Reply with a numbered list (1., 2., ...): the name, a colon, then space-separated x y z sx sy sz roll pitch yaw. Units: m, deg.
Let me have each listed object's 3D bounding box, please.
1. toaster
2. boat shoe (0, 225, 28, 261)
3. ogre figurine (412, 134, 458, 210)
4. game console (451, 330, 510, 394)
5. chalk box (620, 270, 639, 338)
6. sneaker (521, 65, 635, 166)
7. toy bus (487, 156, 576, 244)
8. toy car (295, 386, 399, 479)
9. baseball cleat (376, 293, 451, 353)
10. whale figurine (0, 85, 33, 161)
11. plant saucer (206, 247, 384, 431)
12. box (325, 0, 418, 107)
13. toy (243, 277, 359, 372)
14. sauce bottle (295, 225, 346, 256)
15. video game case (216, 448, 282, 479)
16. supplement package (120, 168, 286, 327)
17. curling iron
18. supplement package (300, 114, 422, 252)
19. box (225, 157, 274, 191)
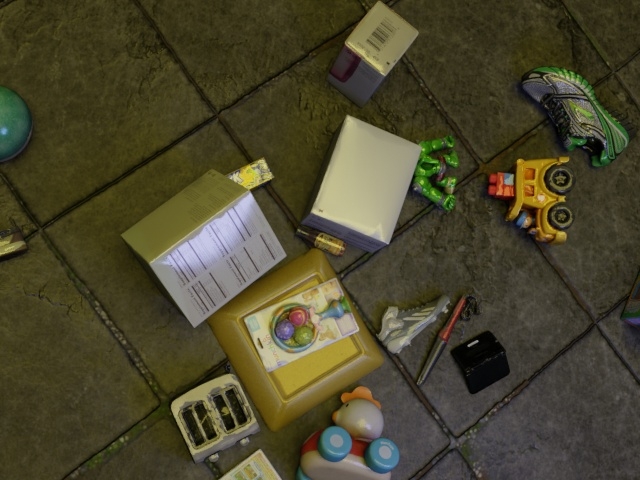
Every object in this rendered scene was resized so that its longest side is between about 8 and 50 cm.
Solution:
1. toaster: -0.241 0.391 1.767 0.168 0.110 0.186 -24 86 -15
2. boat shoe: -0.770 0.023 1.737 0.223 0.080 0.074 -16 79 -19
3. ogre figurine: 0.288 -0.182 1.983 0.118 0.097 0.197 12 90 -21
4. game console: 0.402 0.305 1.968 0.122 0.071 0.107 -25 57 -15
5. chalk box: 0.885 0.179 2.030 0.132 0.132 0.213 30 77 -7
6. sneaker: 0.668 -0.330 2.066 0.343 0.134 0.146 37 76 -5
7. toy bus: 0.532 -0.103 2.004 0.211 0.149 0.221 2 83 2
8. toy car: 0.066 0.442 1.807 0.210 0.219 0.238 16 49 -8
9. baseball cleat: 0.224 0.181 1.921 0.206 0.072 0.109 -41 84 -19
10. whale figurine: -0.787 -0.283 1.747 0.271 0.141 0.216 19 78 -8
11. plant saucer: -0.051 0.227 1.850 0.332 0.081 0.333 -30 88 -16
12. box: 0.121 -0.451 1.919 0.126 0.232 0.149 38 75 -3
13. toy: -0.039 0.190 1.789 0.237 0.056 0.137 -23 85 -14
14. sauce bottle: 0.000 0.000 1.918 0.128 0.042 0.042 20 77 -7
15. video game case: -0.153 0.586 1.801 0.143 0.019 0.157 -34 88 -15
16. supplement package: -0.260 0.012 1.746 0.262 0.199 0.198 -38 123 -15
17. curling iron: 0.318 0.246 1.947 0.068 0.035 0.274 37 75 -4
18. supplement package: 0.098 -0.133 1.908 0.203 0.145 0.262 22 78 -7
19. box: -0.201 -0.136 1.892 0.168 0.054 0.059 -27 87 -14
